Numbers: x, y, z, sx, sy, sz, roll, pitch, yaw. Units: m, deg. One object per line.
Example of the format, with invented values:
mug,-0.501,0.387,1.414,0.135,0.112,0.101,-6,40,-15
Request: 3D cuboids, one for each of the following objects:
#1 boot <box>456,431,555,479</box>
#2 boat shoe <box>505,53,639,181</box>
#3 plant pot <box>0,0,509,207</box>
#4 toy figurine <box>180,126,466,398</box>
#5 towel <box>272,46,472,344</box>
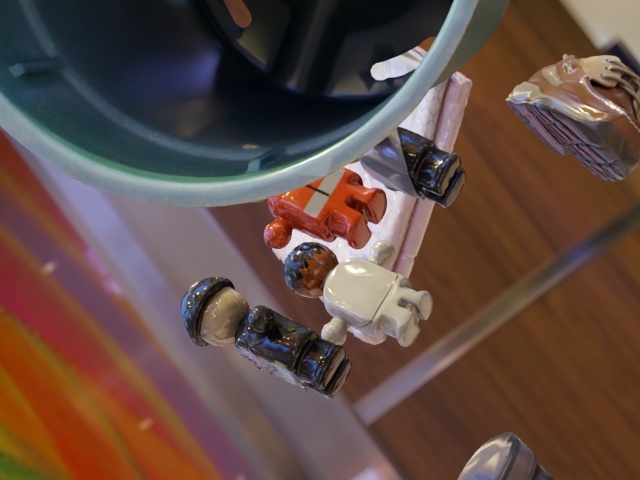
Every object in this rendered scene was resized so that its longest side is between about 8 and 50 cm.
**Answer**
boot,0.179,0.299,1.484,0.263,0.229,0.091,-57,16,-27
boat shoe,0.306,-0.158,2.163,0.120,0.122,0.324,-44,17,1
plant pot,-0.023,-0.202,1.187,0.341,0.341,0.334,-39,-7,17
toy figurine,0.000,0.000,1.544,0.209,0.148,0.213,-29,-44,-52
towel,0.049,-0.078,2.182,0.332,0.053,0.317,-136,62,-66
